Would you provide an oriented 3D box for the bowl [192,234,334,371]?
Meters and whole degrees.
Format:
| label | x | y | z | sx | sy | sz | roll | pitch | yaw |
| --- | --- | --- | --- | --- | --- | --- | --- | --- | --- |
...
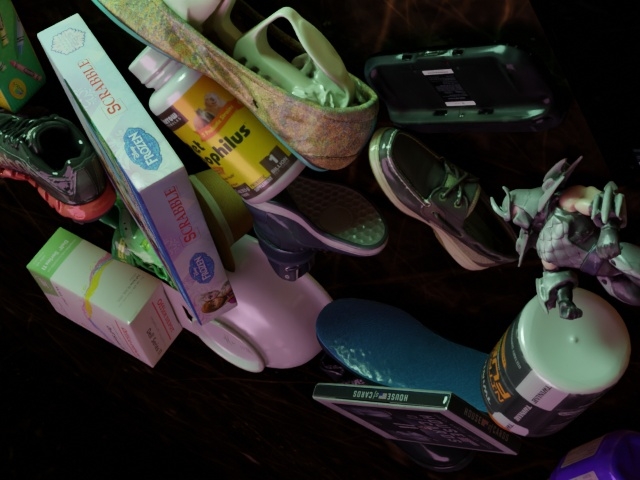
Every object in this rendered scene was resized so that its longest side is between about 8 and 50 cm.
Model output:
| label | x | y | z | sx | sy | sz | roll | pitch | yaw |
| --- | --- | --- | --- | --- | --- | --- | --- | --- | --- |
| bowl | -0.119 | 0.124 | 1.543 | 0.297 | 0.134 | 0.298 | 29 | 155 | 15 |

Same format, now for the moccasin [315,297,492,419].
| label | x | y | z | sx | sy | sz | roll | pitch | yaw |
| --- | --- | --- | --- | --- | --- | --- | --- | --- | --- |
| moccasin | 0.145 | 0.197 | 1.341 | 0.342 | 0.138 | 0.117 | 25 | 158 | 22 |

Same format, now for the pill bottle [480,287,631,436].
| label | x | y | z | sx | sy | sz | roll | pitch | yaw |
| --- | --- | --- | --- | --- | --- | --- | --- | --- | --- |
| pill bottle | 0.269 | 0.160 | 1.123 | 0.130 | 0.130 | 0.246 | 31 | 154 | 10 |

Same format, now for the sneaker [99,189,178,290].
| label | x | y | z | sx | sy | sz | roll | pitch | yaw |
| --- | --- | --- | --- | --- | --- | --- | --- | --- | --- |
| sneaker | -0.255 | 0.019 | 1.437 | 0.295 | 0.123 | 0.109 | 43 | 141 | 36 |

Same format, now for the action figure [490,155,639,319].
| label | x | y | z | sx | sy | sz | roll | pitch | yaw |
| --- | --- | --- | --- | --- | --- | --- | --- | --- | --- |
| action figure | 0.290 | 0.027 | 0.906 | 0.285 | 0.099 | 0.185 | 32 | 160 | 14 |

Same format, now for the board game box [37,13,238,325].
| label | x | y | z | sx | sy | sz | roll | pitch | yaw |
| --- | --- | --- | --- | --- | --- | --- | --- | --- | --- |
| board game box | -0.239 | -0.088 | 1.244 | 0.318 | 0.066 | 0.319 | 52 | 166 | 33 |

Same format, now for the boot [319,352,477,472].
| label | x | y | z | sx | sy | sz | roll | pitch | yaw |
| --- | --- | --- | --- | --- | --- | --- | --- | --- | --- |
| boot | 0.125 | 0.275 | 1.547 | 0.246 | 0.094 | 0.207 | 21 | 156 | 42 |

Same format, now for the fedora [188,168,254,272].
| label | x | y | z | sx | sy | sz | roll | pitch | yaw |
| --- | --- | --- | --- | --- | --- | --- | --- | --- | --- |
| fedora | -0.144 | -0.047 | 1.301 | 0.194 | 0.079 | 0.194 | 55 | 166 | 21 |

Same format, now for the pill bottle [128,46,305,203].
| label | x | y | z | sx | sy | sz | roll | pitch | yaw |
| --- | --- | --- | --- | --- | --- | --- | --- | --- | --- |
| pill bottle | -0.112 | -0.151 | 1.065 | 0.215 | 0.117 | 0.117 | 44 | 154 | -17 |

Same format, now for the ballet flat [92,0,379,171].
| label | x | y | z | sx | sy | sz | roll | pitch | yaw |
| --- | --- | --- | --- | --- | --- | --- | --- | --- | --- |
| ballet flat | -0.083 | -0.212 | 0.952 | 0.348 | 0.123 | 0.123 | 38 | 155 | -5 |

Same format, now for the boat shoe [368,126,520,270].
| label | x | y | z | sx | sy | sz | roll | pitch | yaw |
| --- | --- | --- | --- | --- | --- | --- | --- | --- | --- |
| boat shoe | 0.140 | -0.046 | 0.990 | 0.073 | 0.080 | 0.223 | -7 | 139 | 45 |

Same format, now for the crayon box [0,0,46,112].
| label | x | y | z | sx | sy | sz | roll | pitch | yaw |
| --- | --- | --- | --- | --- | --- | --- | --- | --- | --- |
| crayon box | -0.512 | -0.320 | 1.309 | 0.165 | 0.081 | 0.278 | 27 | 154 | 18 |

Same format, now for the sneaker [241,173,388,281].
| label | x | y | z | sx | sy | sz | roll | pitch | yaw |
| --- | --- | --- | --- | --- | --- | --- | --- | --- | --- |
| sneaker | 0.001 | -0.001 | 1.216 | 0.226 | 0.086 | 0.163 | 26 | 148 | 31 |

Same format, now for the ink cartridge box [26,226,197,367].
| label | x | y | z | sx | sy | sz | roll | pitch | yaw |
| --- | --- | --- | --- | --- | --- | --- | --- | --- | --- |
| ink cartridge box | -0.422 | 0.136 | 1.957 | 0.353 | 0.119 | 0.207 | 25 | 153 | 22 |

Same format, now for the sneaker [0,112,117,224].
| label | x | y | z | sx | sy | sz | roll | pitch | yaw |
| --- | --- | --- | --- | --- | --- | --- | --- | --- | --- |
| sneaker | -0.414 | -0.136 | 1.342 | 0.276 | 0.097 | 0.135 | 30 | 146 | 20 |

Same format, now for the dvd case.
| label | x | y | z | sx | sy | sz | roll | pitch | yaw |
| --- | --- | --- | --- | --- | --- | --- | --- | --- | --- |
| dvd case | 0.132 | 0.247 | 1.295 | 0.238 | 0.030 | 0.179 | -4 | 150 | 45 |

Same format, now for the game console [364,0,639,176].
| label | x | y | z | sx | sy | sz | roll | pitch | yaw |
| --- | --- | --- | --- | --- | --- | --- | --- | --- | --- |
| game console | 0.178 | -0.146 | 0.804 | 0.361 | 0.044 | 0.213 | 6 | 140 | 46 |

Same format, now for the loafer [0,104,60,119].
| label | x | y | z | sx | sy | sz | roll | pitch | yaw |
| --- | --- | --- | --- | --- | --- | --- | --- | --- | --- |
| loafer | -0.513 | -0.178 | 1.542 | 0.302 | 0.109 | 0.095 | 2 | 135 | 55 |

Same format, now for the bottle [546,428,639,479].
| label | x | y | z | sx | sy | sz | roll | pitch | yaw |
| --- | --- | --- | --- | --- | --- | --- | --- | --- | --- |
| bottle | 0.401 | 0.349 | 1.337 | 0.118 | 0.092 | 0.283 | 34 | 155 | 5 |
